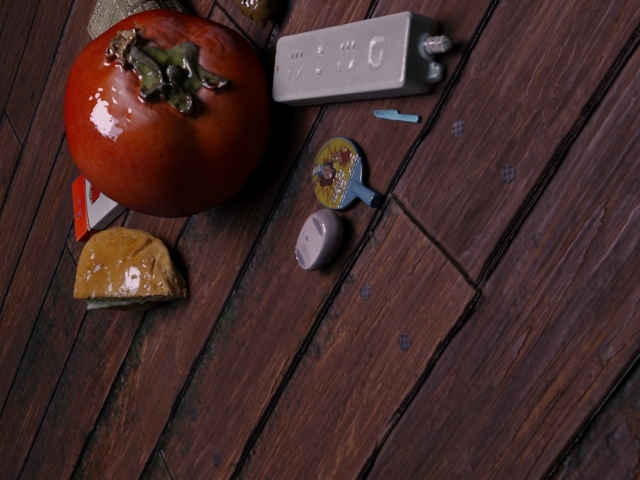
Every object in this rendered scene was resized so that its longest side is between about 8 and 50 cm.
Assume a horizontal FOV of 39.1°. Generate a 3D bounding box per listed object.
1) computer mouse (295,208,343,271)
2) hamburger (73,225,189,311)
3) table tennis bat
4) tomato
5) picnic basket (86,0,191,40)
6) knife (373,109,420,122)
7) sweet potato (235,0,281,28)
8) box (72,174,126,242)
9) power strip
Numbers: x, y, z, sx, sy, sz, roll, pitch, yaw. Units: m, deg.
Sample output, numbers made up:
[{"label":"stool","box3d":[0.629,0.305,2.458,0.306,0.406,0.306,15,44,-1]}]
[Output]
[{"label":"computer mouse","box3d":[0.002,0.000,1.236,0.096,0.039,0.066,-61,42,37]},{"label":"hamburger","box3d":[-0.331,0.049,1.573,0.208,0.135,0.155,-2,84,49]},{"label":"table tennis bat","box3d":[0.034,-0.083,1.225,0.155,0.019,0.100,42,116,49]},{"label":"tomato","box3d":[-0.233,-0.185,1.373,0.322,0.322,0.321,-11,76,51]},{"label":"picnic basket","box3d":[-0.314,-0.386,1.621,0.154,0.134,0.196,-61,43,31]},{"label":"knife","box3d":[0.098,-0.162,1.166,0.091,0.005,0.014,17,99,52]},{"label":"sweet potato","box3d":[-0.119,-0.450,1.436,0.075,0.075,0.273,-47,48,37]},{"label":"box","box3d":[-0.431,-0.102,1.803,0.245,0.035,0.139,-30,62,45]},{"label":"power strip","box3d":[0.045,-0.237,1.202,0.338,0.058,0.098,5,88,51]}]
